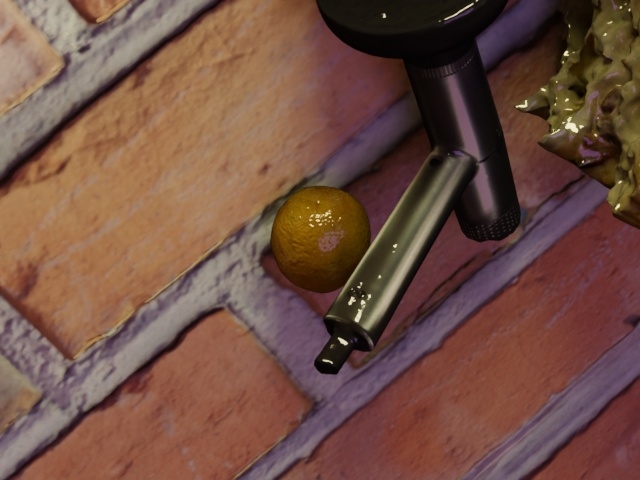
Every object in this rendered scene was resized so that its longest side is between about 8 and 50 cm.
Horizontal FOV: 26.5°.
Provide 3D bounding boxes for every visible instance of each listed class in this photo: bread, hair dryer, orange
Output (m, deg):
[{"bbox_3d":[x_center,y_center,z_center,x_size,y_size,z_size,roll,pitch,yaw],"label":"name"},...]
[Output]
[{"bbox_3d":[0.304,-0.182,1.148,0.370,0.191,0.314,29,107,-22],"label":"bread"},{"bbox_3d":[0.085,-0.057,1.063,0.284,0.156,0.320,-68,150,-42],"label":"hair dryer"},{"bbox_3d":[0.000,0.000,1.146,0.085,0.085,0.095,-20,137,-19],"label":"orange"}]
